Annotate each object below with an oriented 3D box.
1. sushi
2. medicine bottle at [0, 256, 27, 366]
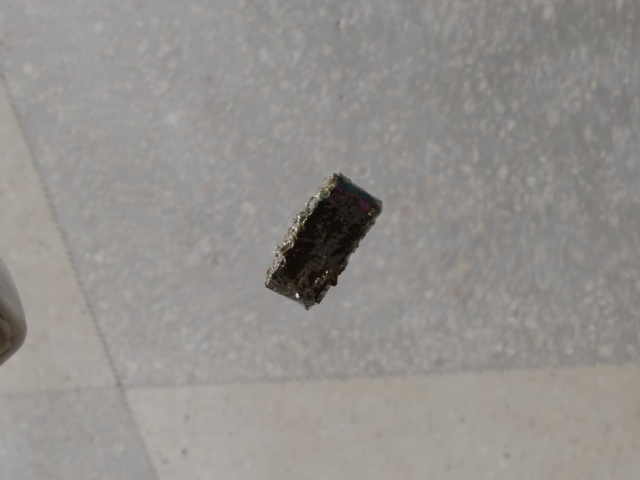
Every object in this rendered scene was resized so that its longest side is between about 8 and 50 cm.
[{"bbox_3d":[0.000,0.000,1.546,0.078,0.090,0.150,32,103,-4],"label":"sushi"},{"bbox_3d":[-0.480,0.017,1.726,0.123,0.375,0.282,-40,115,-5],"label":"medicine bottle"}]
